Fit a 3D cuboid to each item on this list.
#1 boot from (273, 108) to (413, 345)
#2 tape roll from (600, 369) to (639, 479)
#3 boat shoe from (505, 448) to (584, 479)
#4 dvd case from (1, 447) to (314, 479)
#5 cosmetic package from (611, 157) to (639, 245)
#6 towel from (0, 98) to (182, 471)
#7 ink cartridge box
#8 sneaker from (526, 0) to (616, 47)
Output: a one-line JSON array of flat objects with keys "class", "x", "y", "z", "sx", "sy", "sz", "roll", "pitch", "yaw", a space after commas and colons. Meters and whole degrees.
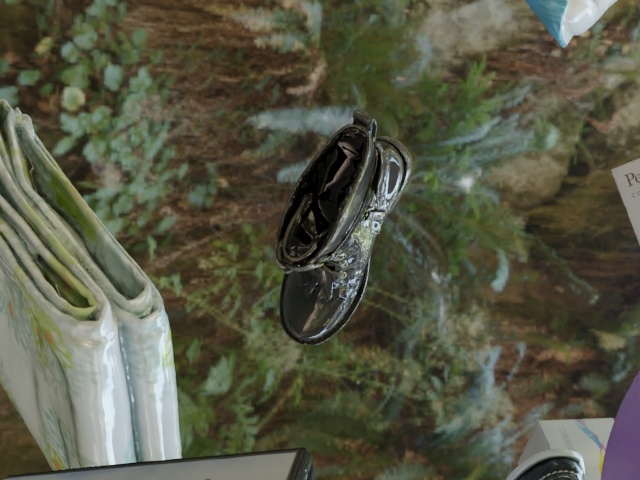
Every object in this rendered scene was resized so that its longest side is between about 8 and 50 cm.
[{"class": "boot", "x": 0.000, "y": 0.000, "z": 0.803, "sx": 0.263, "sy": 0.091, "sz": 0.229, "roll": -67, "pitch": 169, "yaw": 12}, {"class": "tape roll", "x": 0.274, "y": 0.156, "z": 0.562, "sx": 0.080, "sy": 0.189, "sz": 0.189, "roll": 12, "pitch": -78, "yaw": 54}, {"class": "boat shoe", "x": 0.279, "y": 0.399, "z": 1.115, "sx": 0.091, "sy": 0.114, "sz": 0.303, "roll": -93, "pitch": -171, "yaw": -54}, {"class": "dvd case", "x": -0.106, "y": 0.151, "z": 0.350, "sx": 0.253, "sy": 0.180, "sz": 0.022, "roll": -53, "pitch": 134, "yaw": -78}, {"class": "cosmetic package", "x": 0.474, "y": 0.055, "z": 0.884, "sx": 0.197, "sy": 0.155, "sz": 0.366, "roll": -25, "pitch": -96, "yaw": 36}, {"class": "towel", "x": -0.230, "y": 0.099, "z": 0.757, "sx": 0.320, "sy": 0.090, "sz": 0.374, "roll": 46, "pitch": -35, "yaw": 37}, {"class": "ink cartridge box", "x": 0.434, "y": 0.377, "z": 1.389, "sx": 0.127, "sy": 0.176, "sz": 0.128, "roll": -102, "pitch": -164, "yaw": -49}, {"class": "sneaker", "x": 0.195, "y": -0.208, "z": 0.620, "sx": 0.092, "sy": 0.087, "sz": 0.229, "roll": -34, "pitch": -173, "yaw": 34}]
